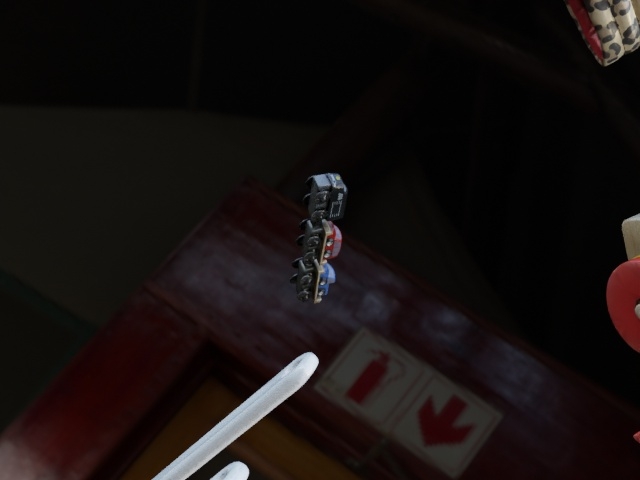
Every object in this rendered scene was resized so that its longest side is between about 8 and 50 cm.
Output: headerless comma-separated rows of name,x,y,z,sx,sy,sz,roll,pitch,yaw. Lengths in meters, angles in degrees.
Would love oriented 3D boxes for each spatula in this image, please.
spatula,-0.097,0.133,0.447,0.019,0.168,0.242,44,-60,-5

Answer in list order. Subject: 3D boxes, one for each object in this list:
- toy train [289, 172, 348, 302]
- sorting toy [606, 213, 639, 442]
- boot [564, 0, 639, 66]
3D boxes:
toy train,0.000,0.000,1.010,0.158,0.036,0.027,101,-30,-50
sorting toy,0.350,0.111,0.998,0.255,0.089,0.257,1,-72,59
boot,0.307,-0.364,1.073,0.377,0.284,0.138,63,8,-7
